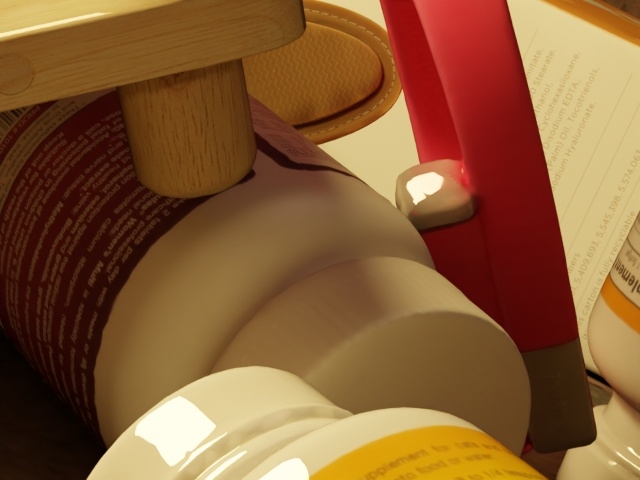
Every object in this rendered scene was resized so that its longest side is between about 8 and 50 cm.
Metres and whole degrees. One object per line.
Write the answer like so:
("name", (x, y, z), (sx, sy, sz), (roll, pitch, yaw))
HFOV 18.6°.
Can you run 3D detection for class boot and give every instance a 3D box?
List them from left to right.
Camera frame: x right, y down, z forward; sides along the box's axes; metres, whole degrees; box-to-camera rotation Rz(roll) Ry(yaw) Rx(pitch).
("boot", (-0.040, -0.072, 0.955), (0.197, 0.073, 0.152), (-4, -2, 16))

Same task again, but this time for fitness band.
("fitness band", (0.053, -0.038, 0.759), (0.054, 0.291, 0.209), (-13, 49, 3))

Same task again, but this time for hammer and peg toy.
("hammer and peg toy", (-0.200, -0.076, 0.594), (0.361, 0.127, 0.266), (-14, 31, -7))

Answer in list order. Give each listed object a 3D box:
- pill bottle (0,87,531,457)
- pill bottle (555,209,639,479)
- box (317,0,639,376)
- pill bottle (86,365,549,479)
("pill bottle", (-0.036, 0.017, 0.645), (0.121, 0.121, 0.221), (13, 18, -40))
("pill bottle", (0.191, 0.015, 0.783), (0.136, 0.246, 0.136), (23, 14, -6))
("box", (0.101, -0.068, 1.118), (0.345, 0.168, 0.215), (27, 14, 12))
("pill bottle", (0.036, 0.114, 0.407), (0.117, 0.117, 0.215), (10, 20, -47))
